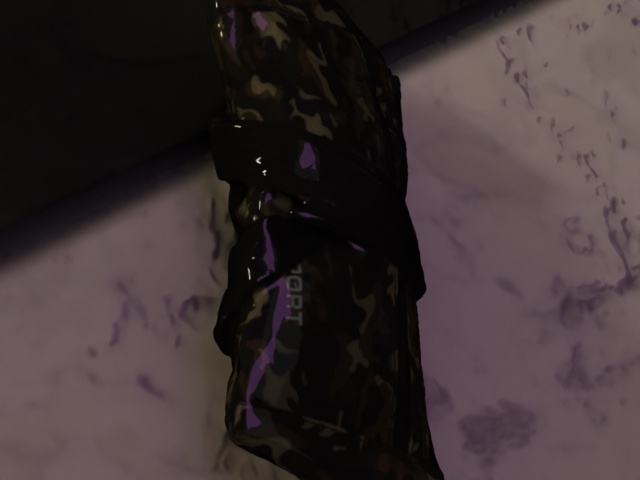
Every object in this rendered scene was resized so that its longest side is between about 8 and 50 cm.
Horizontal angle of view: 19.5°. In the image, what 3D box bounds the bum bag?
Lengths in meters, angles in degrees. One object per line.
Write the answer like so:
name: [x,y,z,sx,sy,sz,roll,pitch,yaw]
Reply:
bum bag: [0.000,0.000,0.763,0.102,0.069,0.248,29,47,-53]
